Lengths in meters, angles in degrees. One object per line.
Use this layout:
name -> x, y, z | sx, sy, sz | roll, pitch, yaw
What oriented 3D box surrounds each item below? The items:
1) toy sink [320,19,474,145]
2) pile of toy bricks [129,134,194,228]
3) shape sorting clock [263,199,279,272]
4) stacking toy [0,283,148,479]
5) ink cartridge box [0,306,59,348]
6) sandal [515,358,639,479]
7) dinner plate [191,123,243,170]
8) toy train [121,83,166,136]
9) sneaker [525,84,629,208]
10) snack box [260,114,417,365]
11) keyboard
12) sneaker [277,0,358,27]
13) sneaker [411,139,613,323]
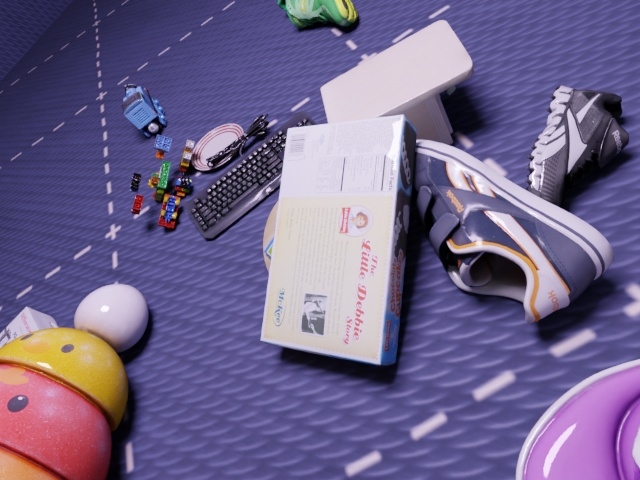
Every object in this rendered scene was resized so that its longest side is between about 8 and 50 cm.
toy sink -> 0.138, -0.227, 0.748 | 0.234, 0.131, 0.152 | -25, 50, 18
pile of toy bricks -> -0.352, -0.124, 0.976 | 0.105, 0.118, 0.212 | -34, 46, 59
shape sorting clock -> 0.000, 0.000, 0.691 | 0.206, 0.040, 0.206 | -6, 77, 28
stacking toy -> -0.416, 0.249, 0.652 | 0.351, 0.350, 0.480 | -9, 39, 23
ink cartridge box -> -0.601, 0.223, 0.880 | 0.109, 0.063, 0.150 | 30, 76, 39
sandal -> 0.363, 0.152, 0.380 | 0.416, 0.102, 0.169 | -28, 49, 6
dinner plate -> -0.234, -0.212, 1.014 | 0.141, 0.017, 0.141 | -14, 54, 20
toy train -> -0.479, -0.357, 1.188 | 0.080, 0.105, 0.184 | -35, 49, 2
sneaker -> 0.349, -0.122, 0.595 | 0.106, 0.078, 0.234 | 11, 62, 36
snack box -> 0.025, -0.005, 0.618 | 0.187, 0.060, 0.322 | 3, 82, 31
keyboard -> -0.151, -0.160, 0.912 | 0.317, 0.033, 0.201 | -39, 55, -2
sneaker -> -0.011, -0.583, 1.110 | 0.123, 0.109, 0.295 | -54, 48, 15
sneaker -> 0.190, -0.025, 0.583 | 0.127, 0.126, 0.321 | -42, 49, -7
